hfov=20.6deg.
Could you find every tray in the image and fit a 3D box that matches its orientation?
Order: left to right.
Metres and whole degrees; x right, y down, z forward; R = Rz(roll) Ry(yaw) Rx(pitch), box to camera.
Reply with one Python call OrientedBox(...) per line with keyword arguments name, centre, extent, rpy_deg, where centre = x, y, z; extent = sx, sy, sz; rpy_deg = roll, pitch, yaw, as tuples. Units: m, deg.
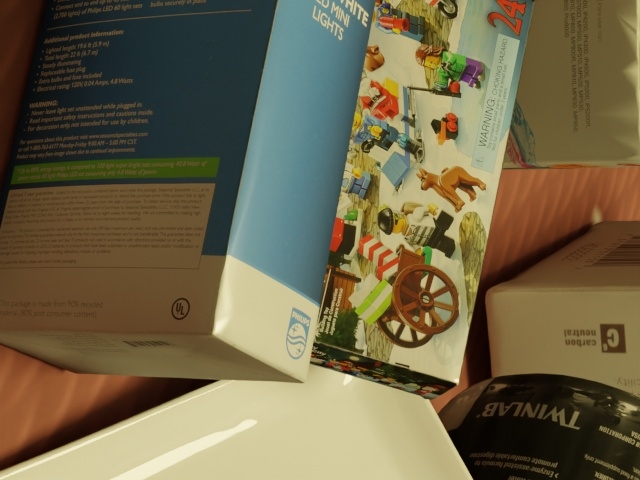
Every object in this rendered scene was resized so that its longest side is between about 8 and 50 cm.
OrientedBox(name="tray", centre=(-0.034, 0.138, 0.825), extent=(0.270, 0.030, 0.145), rpy_deg=(-20, 78, -43))

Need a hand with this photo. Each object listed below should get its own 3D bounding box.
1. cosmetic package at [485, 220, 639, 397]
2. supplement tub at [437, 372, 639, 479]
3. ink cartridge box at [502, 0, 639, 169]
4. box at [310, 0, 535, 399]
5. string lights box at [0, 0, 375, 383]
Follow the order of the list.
OrientedBox(name="cosmetic package", centre=(0.244, 0.226, 1.215), extent=(0.230, 0.162, 0.453), rpy_deg=(-22, 109, -60))
OrientedBox(name="supplement tub", centre=(0.097, 0.254, 0.950), extent=(0.338, 0.207, 0.207), rpy_deg=(-59, 137, -38))
OrientedBox(name="ink cartridge box", centre=(0.133, -0.105, 1.031), extent=(0.128, 0.176, 0.127), rpy_deg=(-4, 94, -57))
OrientedBox(name="box", centre=(0.011, -0.054, 0.872), extent=(0.159, 0.044, 0.233), rpy_deg=(17, 70, -11))
OrientedBox(name="string lights box", centre=(-0.055, -0.073, 0.774), extent=(0.077, 0.133, 0.259), rpy_deg=(33, 63, -52))
